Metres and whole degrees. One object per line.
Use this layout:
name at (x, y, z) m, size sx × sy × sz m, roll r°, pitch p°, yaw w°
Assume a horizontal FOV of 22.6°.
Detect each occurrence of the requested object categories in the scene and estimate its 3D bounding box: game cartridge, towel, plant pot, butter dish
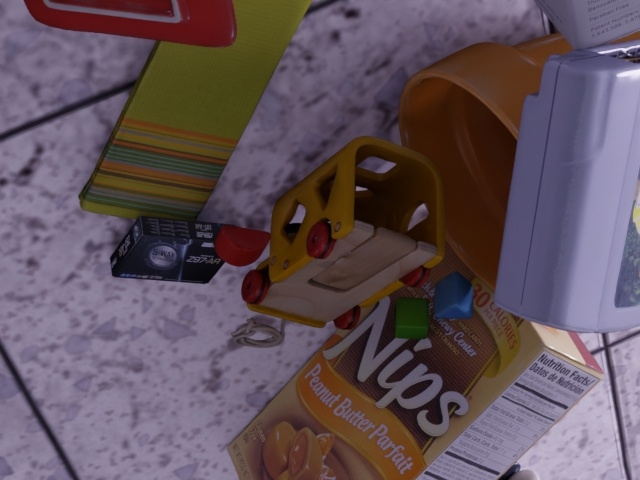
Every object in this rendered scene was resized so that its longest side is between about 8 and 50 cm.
game cartridge at (0.229, -0.041, 1.099) m, size 0.294 × 0.060 × 0.196 m, roll -15°, pitch 123°, yaw -47°
towel at (-0.090, -0.111, 1.176) m, size 0.102 × 0.021 × 0.237 m, roll 9°, pitch 124°, yaw -35°
plant pot at (0.194, -0.079, 1.224) m, size 0.188 × 0.205 × 0.205 m, roll -31°, pitch 136°, yaw -20°
butter dish at (-0.118, -0.217, 1.011) m, size 0.160 × 0.118 × 0.160 m, roll 9°, pitch 139°, yaw 21°

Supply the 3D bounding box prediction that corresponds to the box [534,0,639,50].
box at (0.207, -0.248, 1.077) m, size 0.182 × 0.181 × 0.119 m, roll -23°, pitch 135°, yaw -4°

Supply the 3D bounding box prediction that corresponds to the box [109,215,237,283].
box at (-0.114, 0.008, 1.250) m, size 0.083 × 0.018 × 0.067 m, roll 6°, pitch 147°, yaw -29°

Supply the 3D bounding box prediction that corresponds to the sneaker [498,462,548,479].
sneaker at (0.183, 0.299, 1.596) m, size 0.153 × 0.094 × 0.235 m, roll -33°, pitch 124°, yaw 17°

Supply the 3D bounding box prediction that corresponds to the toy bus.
toy bus at (0.011, -0.003, 1.251) m, size 0.202 × 0.104 × 0.191 m, roll -4°, pitch 152°, yaw 12°

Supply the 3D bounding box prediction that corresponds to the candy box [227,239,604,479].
candy box at (0.070, 0.147, 1.354) m, size 0.087 × 0.183 × 0.316 m, roll 26°, pitch 115°, yaw -39°
